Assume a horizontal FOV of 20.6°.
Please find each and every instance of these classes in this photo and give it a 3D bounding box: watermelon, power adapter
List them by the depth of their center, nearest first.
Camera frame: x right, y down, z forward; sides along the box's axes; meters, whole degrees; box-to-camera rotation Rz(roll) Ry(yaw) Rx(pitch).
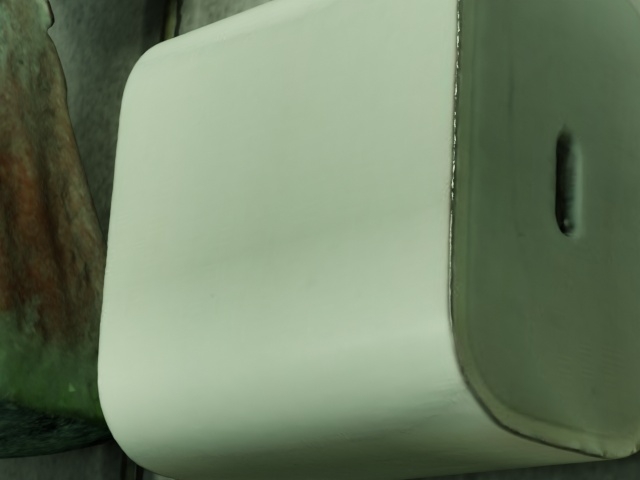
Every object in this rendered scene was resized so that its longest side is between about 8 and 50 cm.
[{"bbox_3d":[0.000,0.000,0.693,0.255,0.124,0.187,-12,67,43],"label":"power adapter"},{"bbox_3d":[-0.210,-0.048,0.774,0.228,0.387,0.258,-5,59,32],"label":"watermelon"}]
